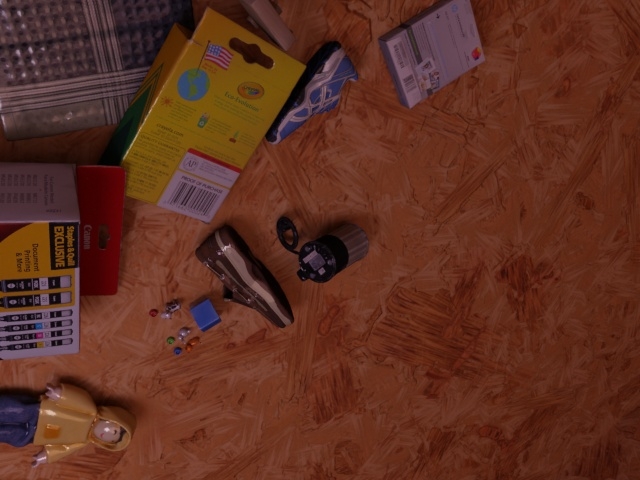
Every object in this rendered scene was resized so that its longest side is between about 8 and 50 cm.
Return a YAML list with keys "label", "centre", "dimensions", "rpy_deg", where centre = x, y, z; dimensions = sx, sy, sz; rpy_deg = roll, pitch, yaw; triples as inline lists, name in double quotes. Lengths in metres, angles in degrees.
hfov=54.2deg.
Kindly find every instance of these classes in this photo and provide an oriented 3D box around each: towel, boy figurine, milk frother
- label: "towel"
  centre: [-0.347, -0.323, 0.925]
  dimensions: [0.324, 0.056, 0.312]
  rpy_deg: [-16, 124, -22]
- label: "boy figurine"
  centre: [-0.489, 0.349, 1.164]
  dimensions: [0.285, 0.092, 0.177]
  rpy_deg: [16, 104, -29]
- label: "milk frother"
  centre: [0.000, 0.000, 1.234]
  dimensions: [0.134, 0.129, 0.143]
  rpy_deg: [-28, 99, -53]

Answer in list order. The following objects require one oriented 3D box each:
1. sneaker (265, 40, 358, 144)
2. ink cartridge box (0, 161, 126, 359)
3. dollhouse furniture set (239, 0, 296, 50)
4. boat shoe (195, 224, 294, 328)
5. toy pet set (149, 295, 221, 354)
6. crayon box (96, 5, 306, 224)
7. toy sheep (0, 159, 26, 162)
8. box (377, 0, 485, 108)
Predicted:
- label: "sneaker"
  centre: [-0.015, -0.247, 1.104]
  dimensions: [0.211, 0.080, 0.081]
  rpy_deg: [-48, 122, 4]
- label: "ink cartridge box"
  centre: [-0.433, 0.037, 0.938]
  dimensions: [0.271, 0.130, 0.310]
  rpy_deg: [-2, 137, -22]
- label: "dollhouse furniture set"
  centre: [-0.086, -0.402, 0.938]
  dimensions: [0.123, 0.151, 0.144]
  rpy_deg: [-48, 150, 2]
- label: "boat shoe"
  centre: [-0.148, 0.085, 1.210]
  dimensions: [0.095, 0.095, 0.257]
  rpy_deg: [-30, 119, 7]
- label: "toy pet set"
  centre: [-0.250, 0.168, 1.206]
  dimensions: [0.114, 0.065, 0.122]
  rpy_deg: [-30, 125, -10]
- label: "crayon box"
  centre: [-0.189, -0.197, 1.002]
  dimensions: [0.202, 0.081, 0.319]
  rpy_deg: [21, 112, -42]
- label: "toy sheep"
  centre: [-0.489, -0.081, 0.948]
  dimensions: [0.132, 0.091, 0.091]
  rpy_deg: [0, 115, -33]
- label: "box"
  centre: [0.214, -0.361, 1.187]
  dimensions: [0.186, 0.038, 0.145]
  rpy_deg: [-33, 125, -7]
